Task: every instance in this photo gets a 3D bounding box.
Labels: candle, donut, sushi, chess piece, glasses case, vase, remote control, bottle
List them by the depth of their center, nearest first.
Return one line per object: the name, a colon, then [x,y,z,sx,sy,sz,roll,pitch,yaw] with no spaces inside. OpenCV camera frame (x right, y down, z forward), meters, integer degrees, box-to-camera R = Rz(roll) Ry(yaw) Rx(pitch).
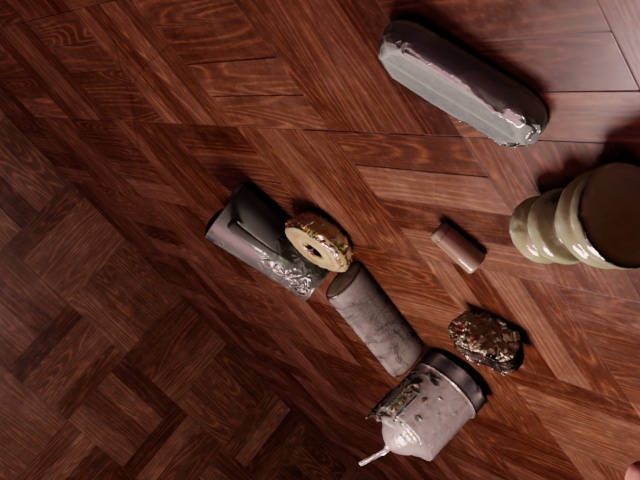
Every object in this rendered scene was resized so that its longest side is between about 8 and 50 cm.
remote control: [0.181,-0.202,1.138,0.247,0.052,0.104,34,162,11]
chess piece: [0.333,-0.020,1.157,0.133,0.133,0.243,43,165,-8]
bottle: [0.238,0.011,1.520,0.096,0.045,0.045,42,161,2]
sushi: [0.325,0.196,1.706,0.150,0.090,0.078,24,159,36]
donut: [0.000,0.000,1.914,0.174,0.068,0.175,33,161,13]
glasses case: [0.128,0.187,2.020,0.060,0.114,0.299,12,147,53]
vase: [-0.121,0.011,2.021,0.301,0.156,0.251,38,-174,-1]
candle: [0.225,0.417,2.043,0.187,0.330,0.187,43,163,16]

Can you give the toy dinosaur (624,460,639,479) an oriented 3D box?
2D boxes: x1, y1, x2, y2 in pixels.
toy dinosaur: [0.583,0.363,1.454,0.177,0.194,0.152,30,-178,-26]
